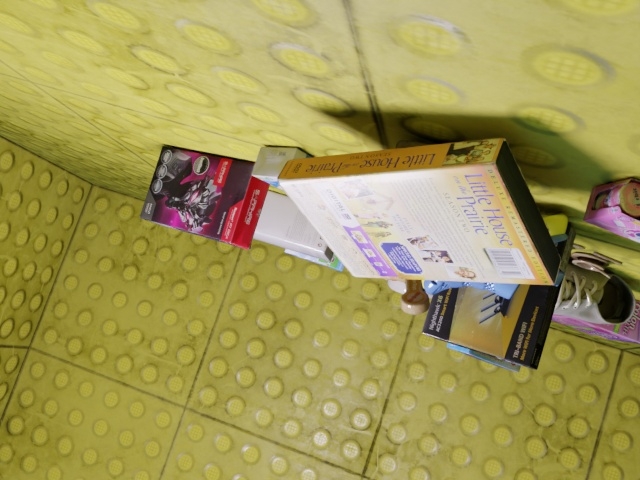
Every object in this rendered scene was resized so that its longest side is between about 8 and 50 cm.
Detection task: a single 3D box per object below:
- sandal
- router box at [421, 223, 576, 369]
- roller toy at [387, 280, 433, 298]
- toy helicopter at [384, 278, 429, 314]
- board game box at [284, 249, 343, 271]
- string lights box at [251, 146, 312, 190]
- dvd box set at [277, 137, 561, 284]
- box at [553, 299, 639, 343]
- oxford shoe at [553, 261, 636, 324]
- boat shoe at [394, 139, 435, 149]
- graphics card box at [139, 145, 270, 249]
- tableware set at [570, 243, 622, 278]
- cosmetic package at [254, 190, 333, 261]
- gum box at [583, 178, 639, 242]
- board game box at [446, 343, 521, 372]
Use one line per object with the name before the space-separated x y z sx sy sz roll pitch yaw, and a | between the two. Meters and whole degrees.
sandal | 0.356 0.058 1.347 0.317 0.138 0.126 -22 175 26
router box | 0.382 0.092 1.440 0.243 0.308 0.081 14 172 32
roller toy | 0.333 0.105 2.268 0.209 0.146 0.191 13 -170 19
toy helicopter | 0.301 0.108 2.012 0.235 0.140 0.355 -1 -150 8
board game box | 0.000 0.000 2.331 0.212 0.160 0.039 18 172 1
string lights box | -0.022 -0.143 1.627 0.133 0.076 0.260 9 169 46
dvd box set | 0.167 -0.037 1.172 0.421 0.062 0.307 -1 142 39
box | 0.812 0.210 2.009 0.243 0.117 0.213 19 173 -8
oxford shoe | 0.607 0.119 1.668 0.450 0.169 0.130 14 178 -22
boat shoe | 0.235 -0.076 1.245 0.132 0.130 0.355 13 171 37
graphics card box | -0.333 -0.128 1.919 0.371 0.232 0.094 15 176 33
tableware set | 0.592 0.041 1.588 0.194 0.039 0.128 20 173 -14
cosmetic package | -0.125 -0.060 2.221 0.366 0.155 0.197 18 172 9
gum box | 0.526 -0.037 1.065 0.189 0.062 0.107 19 173 -7
board game box | 0.555 0.233 2.102 0.308 0.301 0.086 25 170 -41
